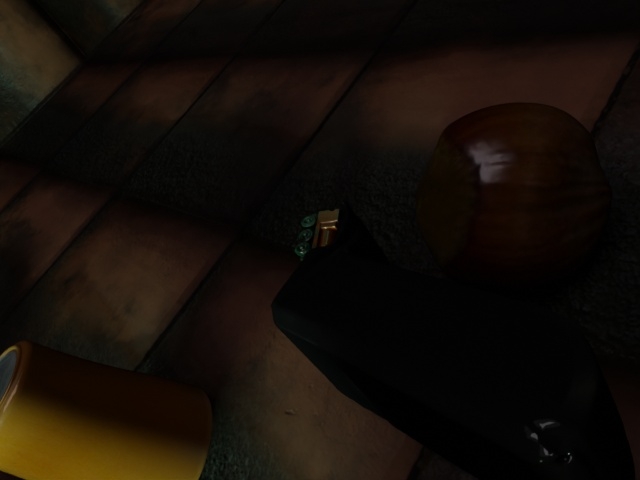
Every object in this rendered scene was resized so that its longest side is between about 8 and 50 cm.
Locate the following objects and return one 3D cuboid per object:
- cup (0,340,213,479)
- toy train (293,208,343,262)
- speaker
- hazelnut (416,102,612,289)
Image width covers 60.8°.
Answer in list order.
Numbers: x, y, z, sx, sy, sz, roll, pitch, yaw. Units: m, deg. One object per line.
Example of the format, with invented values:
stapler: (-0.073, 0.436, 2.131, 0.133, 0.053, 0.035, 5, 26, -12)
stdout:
cup: (-0.284, 0.228, 0.679, 0.226, 0.264, 0.182, 6, 65, 52)
toy train: (0.000, 0.000, 0.834, 0.064, 0.044, 0.103, -4, 51, 19)
speaker: (0.119, 0.092, 0.543, 0.184, 0.180, 0.388, -50, 36, -17)
hazelnut: (0.214, -0.047, 0.634, 0.210, 0.210, 0.186, -58, 22, -21)
